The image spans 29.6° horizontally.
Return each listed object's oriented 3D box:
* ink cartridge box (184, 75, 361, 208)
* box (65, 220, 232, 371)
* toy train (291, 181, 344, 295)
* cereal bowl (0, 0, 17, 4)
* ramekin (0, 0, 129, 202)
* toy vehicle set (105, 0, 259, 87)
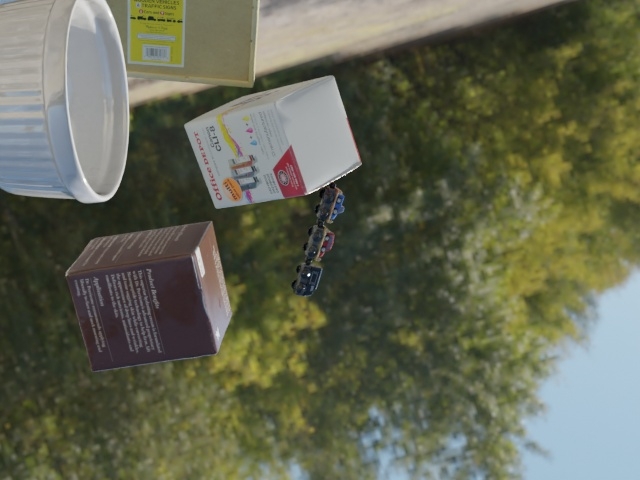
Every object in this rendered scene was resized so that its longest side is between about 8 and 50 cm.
[{"bbox_3d":[-0.064,-0.128,1.599,0.176,0.128,0.127,-7,-163,44],"label":"ink cartridge box"},{"bbox_3d":[-0.261,0.084,1.874,0.203,0.169,0.167,-8,-162,7],"label":"box"},{"bbox_3d":[0.000,0.000,1.594,0.036,0.158,0.027,12,-167,-25],"label":"toy train"},{"bbox_3d":[-0.484,-0.290,1.441,0.339,0.141,0.339,-19,164,-6],"label":"cereal bowl"},{"bbox_3d":[-0.265,-0.137,1.172,0.109,0.207,0.207,-2,-173,7],"label":"ramekin"},{"bbox_3d":[-0.214,-0.294,1.588,0.266,0.166,0.035,5,-151,-3],"label":"toy vehicle set"}]
